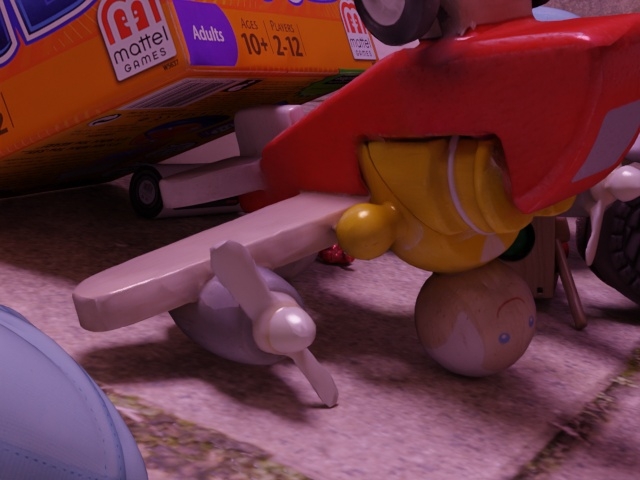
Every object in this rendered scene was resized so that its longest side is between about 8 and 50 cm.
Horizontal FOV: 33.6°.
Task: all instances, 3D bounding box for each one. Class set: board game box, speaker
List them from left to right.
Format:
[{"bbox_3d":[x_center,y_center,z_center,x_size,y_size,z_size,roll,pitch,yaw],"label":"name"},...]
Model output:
[{"bbox_3d":[-0.217,-0.255,0.943,0.356,0.357,0.356,-19,0,26],"label":"board game box"},{"bbox_3d":[-0.128,-0.052,1.087,0.055,0.055,0.136,20,16,36],"label":"speaker"}]

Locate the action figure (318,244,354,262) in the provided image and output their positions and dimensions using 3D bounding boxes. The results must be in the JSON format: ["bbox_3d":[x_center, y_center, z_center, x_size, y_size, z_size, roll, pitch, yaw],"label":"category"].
[{"bbox_3d":[0.000,0.000,1.024,0.038,0.030,0.115,7,15,-35],"label":"action figure"}]

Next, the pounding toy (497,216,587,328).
[{"bbox_3d":[0.198,0.001,0.982,0.100,0.130,0.141,1,11,15],"label":"pounding toy"}]

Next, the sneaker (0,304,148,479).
[{"bbox_3d":[-0.205,0.067,0.459,0.366,0.135,0.150,18,-14,49],"label":"sneaker"}]

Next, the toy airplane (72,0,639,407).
[{"bbox_3d":[0.054,-0.023,0.771,0.386,0.273,0.384,-25,-3,9],"label":"toy airplane"}]

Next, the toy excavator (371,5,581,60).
[{"bbox_3d":[0.268,-0.142,1.185,0.445,0.223,0.433,0,-9,16],"label":"toy excavator"}]

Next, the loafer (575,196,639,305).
[{"bbox_3d":[0.374,0.012,1.067,0.365,0.134,0.130,13,5,-35],"label":"loafer"}]

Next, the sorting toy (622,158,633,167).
[{"bbox_3d":[0.288,-0.129,1.404,0.229,0.307,0.041,48,26,-36],"label":"sorting toy"}]

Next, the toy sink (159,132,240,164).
[{"bbox_3d":[-0.157,-0.183,1.406,0.234,0.153,0.131,1,16,-31],"label":"toy sink"}]

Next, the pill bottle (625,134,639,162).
[{"bbox_3d":[0.449,-0.124,1.056,0.301,0.169,0.169,14,11,-20],"label":"pill bottle"}]
